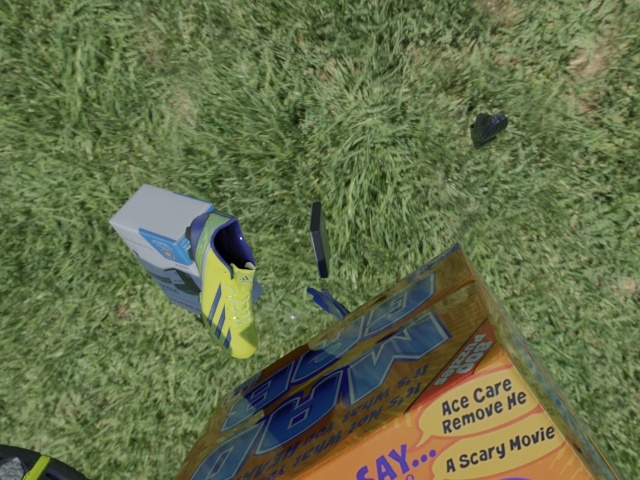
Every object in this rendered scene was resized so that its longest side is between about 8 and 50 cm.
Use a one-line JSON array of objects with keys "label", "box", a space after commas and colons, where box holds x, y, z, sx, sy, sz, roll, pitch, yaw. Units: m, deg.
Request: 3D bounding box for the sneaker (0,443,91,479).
[{"label": "sneaker", "box": [-0.361, 0.265, 0.528, 0.385, 0.145, 0.147, 9, 133, -22]}]

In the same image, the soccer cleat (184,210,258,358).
[{"label": "soccer cleat", "box": [-0.159, 0.087, 1.145, 0.121, 0.093, 0.288, -2, 108, 38]}]

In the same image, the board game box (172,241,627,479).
[{"label": "board game box", "box": [0.100, 0.273, 0.622, 0.356, 0.356, 0.356, -35, 96, 13]}]

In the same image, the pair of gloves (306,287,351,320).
[{"label": "pair of gloves", "box": [0.040, 0.179, 1.613, 0.023, 0.198, 0.159, -45, 72, 7]}]

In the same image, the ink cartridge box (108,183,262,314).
[{"label": "ink cartridge box", "box": [-0.297, 0.039, 1.443, 0.223, 0.129, 0.307, 15, 146, 33]}]

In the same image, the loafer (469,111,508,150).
[{"label": "loafer", "box": [0.355, -0.246, 1.371, 0.062, 0.170, 0.061, -27, 84, -6]}]

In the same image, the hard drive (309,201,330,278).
[{"label": "hard drive", "box": [0.000, 0.000, 1.328, 0.022, 0.094, 0.135, -5, 132, 8]}]
